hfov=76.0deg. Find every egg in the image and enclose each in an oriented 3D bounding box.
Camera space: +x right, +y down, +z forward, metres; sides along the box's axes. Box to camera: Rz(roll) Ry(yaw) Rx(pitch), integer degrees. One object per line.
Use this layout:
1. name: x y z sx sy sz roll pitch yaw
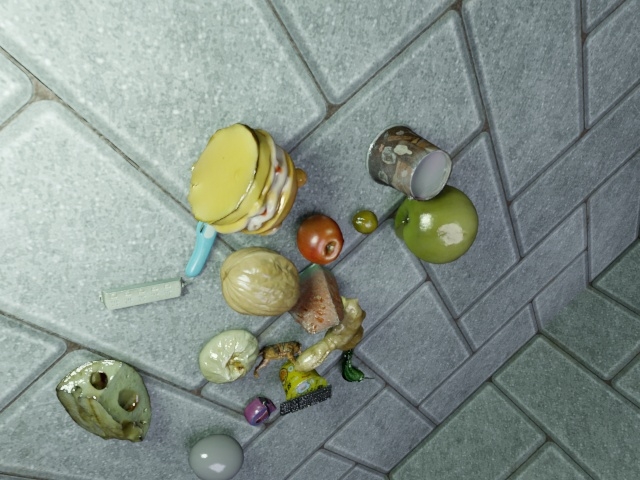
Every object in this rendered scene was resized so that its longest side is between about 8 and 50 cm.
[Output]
1. egg: -0.419 0.872 1.642 0.231 0.176 0.176 29 102 -44

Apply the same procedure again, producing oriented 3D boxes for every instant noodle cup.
1. instant noodle cup: 0.290 -0.244 1.325 0.217 0.207 0.218 -17 127 -24
2. instant noodle cup: -0.083 0.576 1.686 0.182 0.144 0.182 -17 129 -22

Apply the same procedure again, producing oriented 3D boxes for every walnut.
1. walnut: -0.180 0.128 1.257 0.260 0.225 0.225 22 106 -37

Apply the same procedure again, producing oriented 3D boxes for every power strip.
1. power strip: -0.499 0.149 1.190 0.252 0.027 0.060 -9 125 -29

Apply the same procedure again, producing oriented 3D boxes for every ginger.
1. ginger: 0.099 0.351 1.590 0.363 0.122 0.348 4 131 -50

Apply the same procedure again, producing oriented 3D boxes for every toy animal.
1. toy animal: -0.185 0.436 1.569 0.255 0.116 0.114 -3 129 -18

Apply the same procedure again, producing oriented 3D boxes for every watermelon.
1. watermelon: -0.006 0.228 1.421 0.193 0.257 0.139 -43 134 8

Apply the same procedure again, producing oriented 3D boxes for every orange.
1. orange: 0.157 -0.065 1.446 0.095 0.085 0.085 9 115 -40

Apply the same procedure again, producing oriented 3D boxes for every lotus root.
1. lotus root: -0.649 0.487 1.262 0.209 0.142 0.314 6 130 6

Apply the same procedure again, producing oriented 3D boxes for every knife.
1. knife: -0.348 0.016 1.198 0.064 0.031 0.222 5 121 -40

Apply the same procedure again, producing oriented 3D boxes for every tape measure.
1. tape measure: -0.257 0.714 1.715 0.118 0.074 0.125 -41 139 -11

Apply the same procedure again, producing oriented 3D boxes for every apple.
1. apple: 0.000 0.000 1.345 0.163 0.139 0.164 -16 128 -21
2. apple: 0.411 -0.060 1.479 0.253 0.292 0.292 8 116 -18

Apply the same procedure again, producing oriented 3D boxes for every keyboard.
1. keyboard: -0.054 0.637 1.633 0.231 0.023 0.072 -11 123 -26

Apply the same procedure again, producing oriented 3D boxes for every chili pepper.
1. chili pepper: 0.153 0.602 1.917 0.122 0.065 0.279 -34 129 -4

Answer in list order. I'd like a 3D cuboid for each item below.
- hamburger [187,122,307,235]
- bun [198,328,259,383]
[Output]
1. hamburger: -0.178 -0.139 1.061 0.236 0.276 0.276 19 108 -52
2. bun: -0.312 0.419 1.435 0.222 0.127 0.223 -16 129 -21
